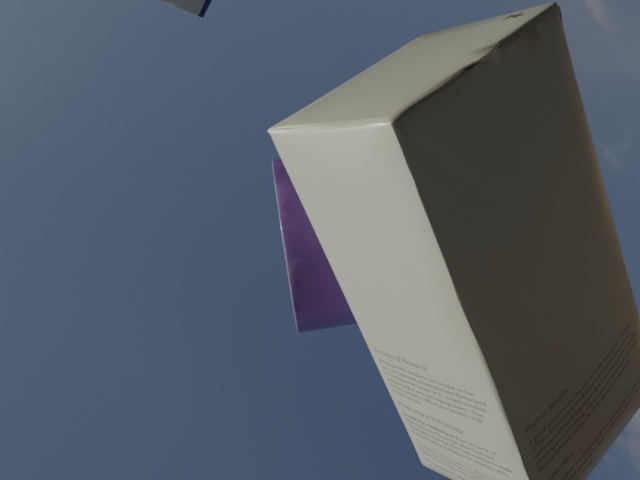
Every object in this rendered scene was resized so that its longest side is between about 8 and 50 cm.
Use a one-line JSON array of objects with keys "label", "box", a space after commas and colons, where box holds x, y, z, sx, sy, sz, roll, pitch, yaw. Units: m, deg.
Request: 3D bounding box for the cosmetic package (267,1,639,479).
[{"label": "cosmetic package", "box": [0.136, 0.023, 0.555, 0.197, 0.155, 0.365, -36, -67, -28]}]

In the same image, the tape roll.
[{"label": "tape roll", "box": [0.000, 0.000, 0.709, 0.080, 0.189, 0.189, -9, -114, -3]}]

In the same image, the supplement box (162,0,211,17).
[{"label": "supplement box", "box": [-0.173, -0.406, 0.825, 0.114, 0.111, 0.220, 16, -130, -25]}]
